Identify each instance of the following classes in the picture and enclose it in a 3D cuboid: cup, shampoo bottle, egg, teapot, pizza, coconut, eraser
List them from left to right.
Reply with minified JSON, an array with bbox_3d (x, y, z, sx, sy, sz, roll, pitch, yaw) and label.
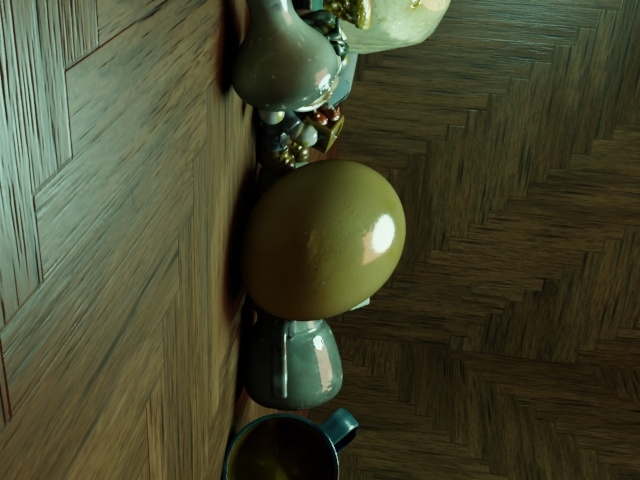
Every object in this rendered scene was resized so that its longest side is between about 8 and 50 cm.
[{"bbox_3d":[-0.074,-0.341,1.340,0.183,0.183,0.251,-78,161,-48],"label":"teapot"},{"bbox_3d":[-0.087,0.217,1.816,0.305,0.223,0.285,-25,118,-52],"label":"teapot"},{"bbox_3d":[-0.072,0.508,1.878,0.292,0.242,0.308,90,20,-67],"label":"cup"},{"bbox_3d":[-0.066,-0.138,1.916,0.262,0.085,0.085,-39,135,-74],"label":"shampoo bottle"},{"bbox_3d":[0.000,0.000,1.675,0.374,0.301,0.301,-33,146,-27],"label":"egg"},{"bbox_3d":[0.026,-0.468,2.379,0.081,0.174,0.227,43,35,-28],"label":"eraser"},{"bbox_3d":[0.026,-0.625,1.951,0.305,0.161,0.085,57,42,-10],"label":"pizza"},{"bbox_3d":[0.146,-0.707,2.269,0.344,0.415,0.415,-42,150,-33],"label":"coconut"}]

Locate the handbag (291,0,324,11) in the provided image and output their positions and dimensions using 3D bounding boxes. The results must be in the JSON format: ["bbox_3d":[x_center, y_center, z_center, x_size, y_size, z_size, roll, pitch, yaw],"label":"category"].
[{"bbox_3d":[-0.044,-0.554,1.776,0.274,0.100,0.269,-68,160,-76],"label":"handbag"}]

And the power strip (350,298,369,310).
[{"bbox_3d":[-0.007,0.109,1.959,0.385,0.062,0.091,-1,-75,60],"label":"power strip"}]

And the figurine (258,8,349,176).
[{"bbox_3d":[-0.043,-0.288,1.635,0.382,0.186,0.261,100,12,-48],"label":"figurine"}]
